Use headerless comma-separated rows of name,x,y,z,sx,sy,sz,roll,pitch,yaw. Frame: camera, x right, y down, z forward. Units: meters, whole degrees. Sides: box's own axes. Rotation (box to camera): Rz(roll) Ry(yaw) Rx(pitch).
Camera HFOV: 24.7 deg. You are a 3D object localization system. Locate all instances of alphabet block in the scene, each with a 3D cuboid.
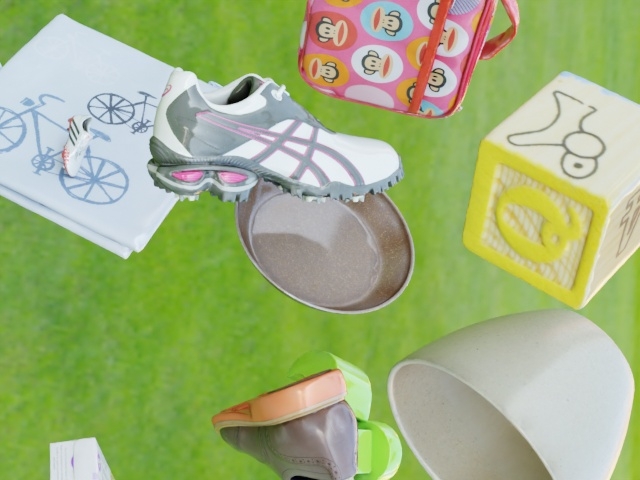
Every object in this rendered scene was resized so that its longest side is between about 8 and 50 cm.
alphabet block,0.319,-0.067,1.865,0.197,0.192,0.193,-39,146,-37

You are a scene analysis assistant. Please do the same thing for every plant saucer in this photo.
plant saucer,0.000,0.000,1.503,0.036,0.199,0.198,-57,-178,46

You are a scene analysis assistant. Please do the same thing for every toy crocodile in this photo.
toy crocodile,0.010,0.278,1.444,0.115,0.105,0.340,12,75,-53

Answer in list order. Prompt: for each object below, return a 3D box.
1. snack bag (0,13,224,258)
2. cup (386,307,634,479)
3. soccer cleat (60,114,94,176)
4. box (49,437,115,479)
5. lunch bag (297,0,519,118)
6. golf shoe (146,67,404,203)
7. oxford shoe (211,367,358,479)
snack bag,-0.303,-0.152,1.936,0.342,0.323,0.037,-58,170,-42
cup,0.289,0.228,1.999,0.237,0.331,0.331,-37,139,-25
soccer cleat,-0.305,-0.121,1.846,0.029,0.036,0.083,37,52,-55
box,-0.318,0.366,2.051,0.324,0.063,0.067,86,-3,-60
lunch bag,0.114,-0.285,1.798,0.293,0.258,0.120,103,3,-52
golf shoe,-0.032,-0.098,1.411,0.273,0.105,0.120,0,102,-31
oxford shoe,-0.032,0.182,1.307,0.271,0.097,0.098,140,-71,-74
